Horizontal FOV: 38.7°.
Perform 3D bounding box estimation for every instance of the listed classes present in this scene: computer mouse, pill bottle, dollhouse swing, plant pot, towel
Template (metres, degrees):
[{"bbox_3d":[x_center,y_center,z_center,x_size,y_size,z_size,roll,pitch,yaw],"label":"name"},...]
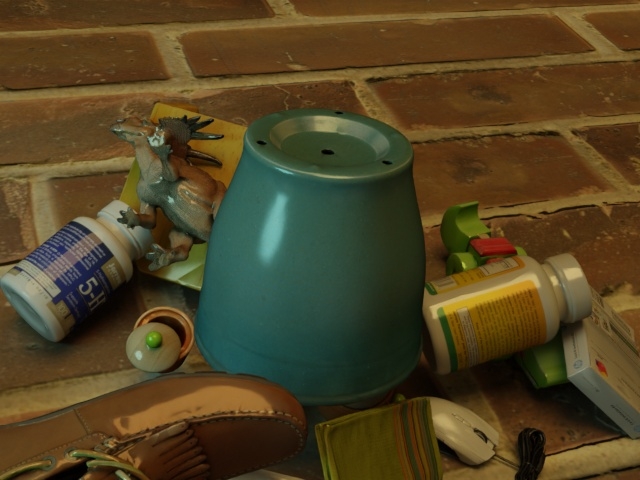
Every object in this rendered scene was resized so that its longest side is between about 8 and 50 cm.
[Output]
[{"bbox_3d":[0.182,0.239,1.119,0.193,0.042,0.106,21,41,17],"label":"computer mouse"},{"bbox_3d":[0.226,0.086,1.150,0.208,0.117,0.117,-17,42,-4],"label":"pill bottle"},{"bbox_3d":[-0.315,0.034,1.206,0.112,0.112,0.187,31,60,27],"label":"pill bottle"},{"bbox_3d":[-0.084,-0.043,1.422,0.347,0.305,0.315,17,80,11],"label":"dollhouse swing"},{"bbox_3d":[0.000,0.000,1.023,0.272,0.255,0.271,5,30,-3],"label":"plant pot"},{"bbox_3d":[0.072,0.233,0.995,0.021,0.102,0.237,-19,-12,30],"label":"towel"}]

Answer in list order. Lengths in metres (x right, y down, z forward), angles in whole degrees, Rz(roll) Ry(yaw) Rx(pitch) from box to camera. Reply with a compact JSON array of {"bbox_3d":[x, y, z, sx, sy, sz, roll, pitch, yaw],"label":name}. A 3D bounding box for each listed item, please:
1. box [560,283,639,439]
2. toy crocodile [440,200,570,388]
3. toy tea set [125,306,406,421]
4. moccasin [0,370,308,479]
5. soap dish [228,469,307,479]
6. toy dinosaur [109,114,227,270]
[{"bbox_3d":[0.375,0.148,1.207,0.145,0.038,0.186,41,31,-22],"label":"box"},{"bbox_3d":[0.266,0.073,1.294,0.115,0.105,0.340,-5,40,-15],"label":"toy crocodile"},{"bbox_3d":[-0.061,0.137,1.102,0.336,0.124,0.200,-6,62,-15],"label":"toy tea set"},{"bbox_3d":[-0.193,0.214,0.819,0.380,0.139,0.147,-7,41,-16],"label":"moccasin"},{"bbox_3d":[-0.133,0.327,0.894,0.291,0.118,0.229,12,38,5],"label":"soap dish"},{"bbox_3d":[-0.169,-0.060,1.225,0.295,0.127,0.200,56,22,-8],"label":"toy dinosaur"}]
